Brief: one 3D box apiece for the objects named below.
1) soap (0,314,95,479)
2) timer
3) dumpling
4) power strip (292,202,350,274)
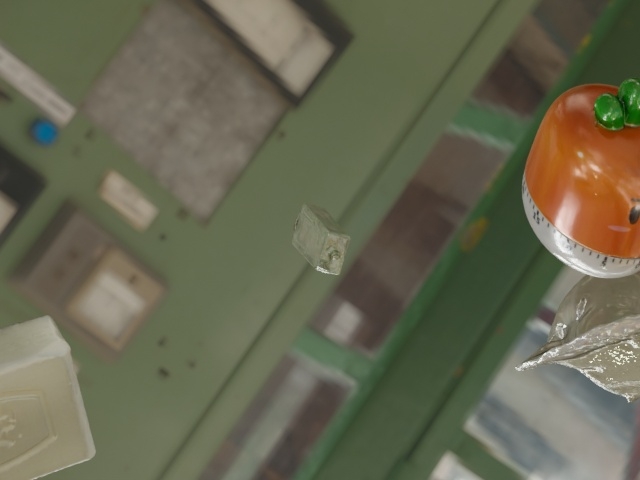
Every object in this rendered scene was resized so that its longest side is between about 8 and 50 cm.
[{"bbox_3d":[-0.283,0.145,1.428,0.064,0.183,0.121,-130,25,-54],"label":"soap"},{"bbox_3d":[0.189,-0.051,1.149,0.099,0.136,0.136,4,-175,-26],"label":"timer"},{"bbox_3d":[0.336,0.083,1.969,0.205,0.163,0.293,16,163,-15],"label":"dumpling"},{"bbox_3d":[0.000,0.000,1.052,0.017,0.027,0.083,12,-168,-17],"label":"power strip"}]
